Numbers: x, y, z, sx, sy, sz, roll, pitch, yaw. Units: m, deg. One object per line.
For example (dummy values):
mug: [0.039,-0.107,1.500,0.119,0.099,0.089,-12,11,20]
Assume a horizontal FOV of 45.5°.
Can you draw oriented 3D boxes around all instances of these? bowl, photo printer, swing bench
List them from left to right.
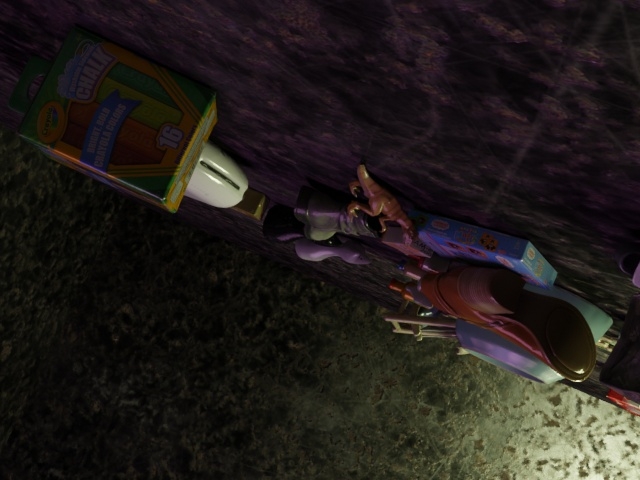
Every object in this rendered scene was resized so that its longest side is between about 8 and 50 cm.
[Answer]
photo printer: [-0.307,-0.168,1.518,0.308,0.107,0.256,20,172,31]
swing bench: [0.305,0.177,1.808,0.255,0.165,0.253,22,172,15]
bowl: [0.392,0.174,1.499,0.312,0.163,0.311,23,173,3]

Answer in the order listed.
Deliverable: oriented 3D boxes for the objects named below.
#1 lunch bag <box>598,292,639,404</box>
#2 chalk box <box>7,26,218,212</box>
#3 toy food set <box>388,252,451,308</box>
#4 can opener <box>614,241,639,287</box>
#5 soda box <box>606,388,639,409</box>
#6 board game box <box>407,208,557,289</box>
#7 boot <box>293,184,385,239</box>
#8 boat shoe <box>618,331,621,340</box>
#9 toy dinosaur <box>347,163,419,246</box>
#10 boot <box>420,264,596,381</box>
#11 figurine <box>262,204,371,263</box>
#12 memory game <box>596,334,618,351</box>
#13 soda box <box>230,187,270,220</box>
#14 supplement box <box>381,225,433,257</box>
lunch bag: [0.572,0.197,1.021,0.235,0.168,0.287,24,178,-25]
chalk box: [-0.320,-0.184,1.138,0.289,0.180,0.179,24,173,-5]
toy food set: [0.200,0.070,1.570,0.105,0.111,0.232,23,176,11]
can opener: [0.472,0.066,0.864,0.280,0.074,0.093,27,-153,-8]
soda box: [0.891,0.439,2.130,0.092,0.083,0.263,18,170,40]
board game box: [0.261,0.015,1.244,0.212,0.039,0.160,20,172,37]
boot: [0.049,-0.031,1.484,0.161,0.083,0.246,17,173,14]
boat shoe: [0.636,0.217,1.386,0.183,0.066,0.066,24,172,-1]
toy dinosaur: [0.086,-0.073,1.190,0.112,0.064,0.211,2,148,43]
boot: [0.317,0.140,1.318,0.283,0.109,0.220,32,165,-19]
figurine: [0.000,0.000,1.869,0.209,0.092,0.215,13,168,41]
memory game: [0.670,0.240,1.671,0.186,0.012,0.186,24,173,3]
soda box: [-0.218,-0.111,1.853,0.181,0.058,0.061,22,173,16]
supplement box: [0.170,0.002,1.471,0.062,0.036,0.098,27,173,-23]
